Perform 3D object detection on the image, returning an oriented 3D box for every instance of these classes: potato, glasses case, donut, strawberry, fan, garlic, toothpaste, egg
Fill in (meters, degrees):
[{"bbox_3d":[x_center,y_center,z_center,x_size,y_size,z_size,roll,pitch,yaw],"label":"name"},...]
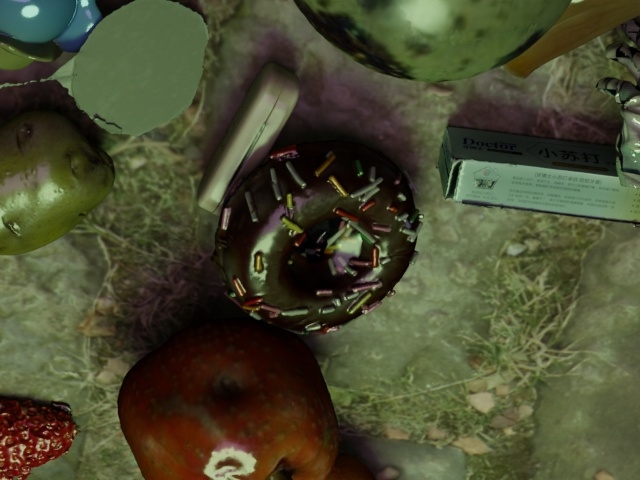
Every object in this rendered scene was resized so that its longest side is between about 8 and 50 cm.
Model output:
[{"bbox_3d":[-0.347,-0.065,1.652,0.200,0.137,0.154,-29,114,11],"label":"potato"},{"bbox_3d":[-0.087,-0.118,1.662,0.050,0.083,0.196,26,111,-12],"label":"glasses case"},{"bbox_3d":[0.000,0.000,1.673,0.270,0.103,0.269,-14,128,-18],"label":"donut"},{"bbox_3d":[-0.419,0.264,1.845,0.188,0.082,0.121,-7,113,5],"label":"strawberry"},{"bbox_3d":[-0.264,-0.188,1.575,0.310,0.010,0.182,-11,128,-33],"label":"fan"},{"bbox_3d":[0.312,-0.303,1.581,0.318,0.112,0.143,-32,116,25],"label":"garlic"},{"bbox_3d":[0.301,-0.074,1.691,0.313,0.089,0.071,6,123,-5],"label":"toothpaste"},{"bbox_3d":[0.113,-0.374,1.400,0.345,0.345,0.428,-3,101,0],"label":"egg"}]

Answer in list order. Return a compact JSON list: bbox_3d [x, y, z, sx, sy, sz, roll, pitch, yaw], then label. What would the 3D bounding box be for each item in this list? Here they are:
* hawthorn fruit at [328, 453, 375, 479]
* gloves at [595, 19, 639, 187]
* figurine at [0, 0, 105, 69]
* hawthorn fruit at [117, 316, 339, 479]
[{"bbox_3d":[0.022,0.400,1.874,0.207,0.207,0.243,-41,136,17],"label":"hawthorn fruit"},{"bbox_3d":[0.392,-0.165,1.608,0.127,0.111,0.212,4,94,-17],"label":"gloves"},{"bbox_3d":[-0.309,-0.300,1.529,0.180,0.154,0.262,15,132,-39],"label":"figurine"},{"bbox_3d":[-0.103,0.232,1.718,0.275,0.300,0.275,-20,130,-26],"label":"hawthorn fruit"}]
